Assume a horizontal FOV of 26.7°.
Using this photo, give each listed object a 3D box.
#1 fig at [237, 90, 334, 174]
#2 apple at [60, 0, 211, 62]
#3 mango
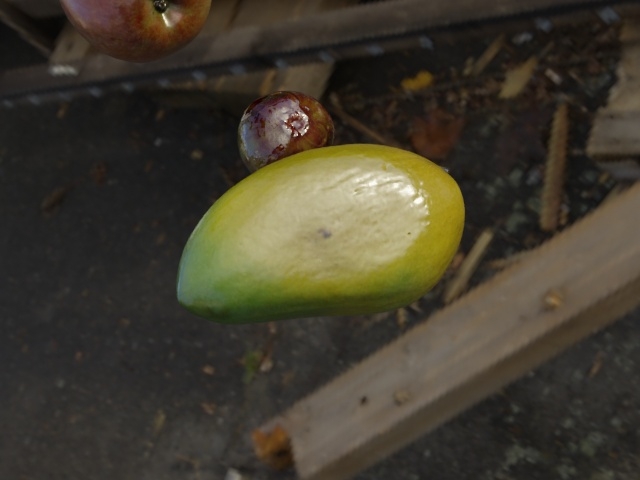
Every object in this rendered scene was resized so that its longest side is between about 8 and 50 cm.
[{"bbox_3d":[-0.044,-0.104,1.506,0.154,0.109,0.103,128,139,-66],"label":"fig"},{"bbox_3d":[-0.230,-0.317,1.695,0.188,0.188,0.174,-55,43,5],"label":"apple"},{"bbox_3d":[0.001,-0.007,1.072,0.091,0.238,0.137,155,111,-73],"label":"mango"}]
